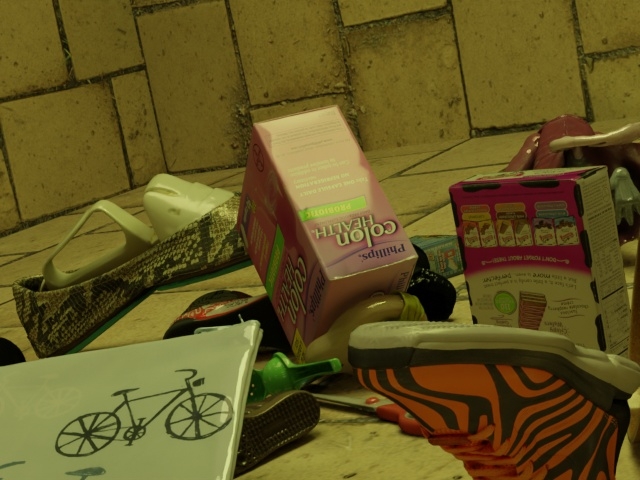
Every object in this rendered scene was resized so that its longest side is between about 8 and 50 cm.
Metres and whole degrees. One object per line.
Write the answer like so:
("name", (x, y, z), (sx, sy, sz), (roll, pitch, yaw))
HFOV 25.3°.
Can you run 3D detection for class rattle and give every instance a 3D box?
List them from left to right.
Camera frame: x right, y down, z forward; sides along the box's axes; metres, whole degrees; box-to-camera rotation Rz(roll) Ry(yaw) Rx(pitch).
("rattle", (0.048, 0.158, 1.647), (0.200, 0.142, 0.130), (-27, -22, -2))

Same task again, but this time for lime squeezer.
("lime squeezer", (-0.077, 0.160, 1.597), (0.310, 0.058, 0.110), (-20, -18, 34))

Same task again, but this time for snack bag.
("snack bag", (-0.222, 0.208, 1.292), (0.323, 0.037, 0.342), (-11, 34, 13))

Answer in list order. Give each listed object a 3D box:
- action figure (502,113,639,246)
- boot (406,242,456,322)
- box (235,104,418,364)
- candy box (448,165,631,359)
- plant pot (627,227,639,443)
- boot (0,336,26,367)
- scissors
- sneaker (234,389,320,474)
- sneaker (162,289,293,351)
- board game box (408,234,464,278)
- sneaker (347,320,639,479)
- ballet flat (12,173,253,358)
("action figure", (0.353, -0.106, 2.110), (0.248, 0.275, 0.370), (-7, 29, 8))
("boot", (0.114, 0.063, 1.952), (0.247, 0.094, 0.207), (9, 12, -43))
("box", (0.000, 0.000, 1.749), (0.117, 0.243, 0.213), (-15, -31, -20))
("candy box", (0.234, 0.044, 1.485), (0.159, 0.233, 0.071), (-1, 14, 42))
("plant pot", (0.409, 0.075, 1.256), (0.254, 0.237, 0.237), (6, 12, 8))
("boot", (-0.294, 0.185, 1.535), (0.260, 0.131, 0.348), (-16, 24, 7))
("scissors", (0.063, 0.180, 1.530), (0.297, 0.021, 0.109), (-2, 15, 36))
("sneaker", (-0.087, 0.206, 1.480), (0.188, 0.066, 0.071), (-12, -8, -38))
("sneaker", (-0.073, 0.101, 1.925), (0.270, 0.090, 0.145), (-12, 12, 10))
("board game box", (0.089, 0.043, 2.162), (0.194, 0.060, 0.194), (-19, 13, -42))
("sneaker", (0.135, 0.158, 1.037), (0.125, 0.180, 0.321), (0, -11, 44))
("ballet flat", (-0.248, 0.015, 1.995), (0.483, 0.182, 0.164), (-26, 9, 25))
